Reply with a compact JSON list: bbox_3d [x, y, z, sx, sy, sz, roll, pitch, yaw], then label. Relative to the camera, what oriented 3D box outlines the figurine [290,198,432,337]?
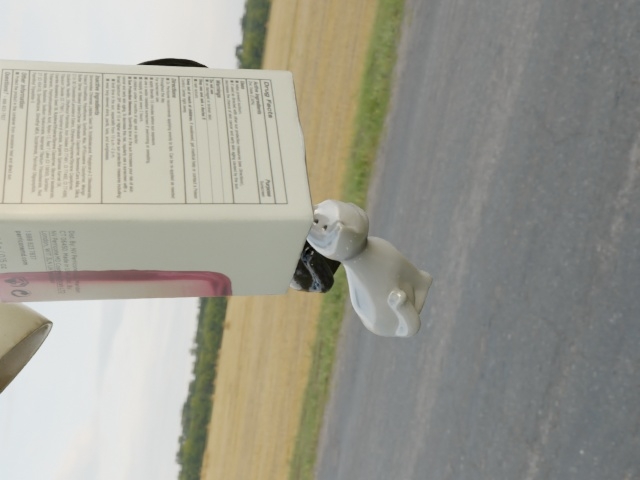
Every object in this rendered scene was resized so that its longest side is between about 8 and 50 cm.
[{"bbox_3d":[0.000,0.000,0.849,0.092,0.215,0.209,-55,-41,-10],"label":"figurine"}]

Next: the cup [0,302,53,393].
[{"bbox_3d":[-0.654,0.187,1.330,0.331,0.237,0.331,-49,3,3],"label":"cup"}]

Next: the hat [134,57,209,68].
[{"bbox_3d":[-0.362,-0.283,1.729,0.134,0.331,0.331,59,150,37],"label":"hat"}]

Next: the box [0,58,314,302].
[{"bbox_3d":[-0.135,-0.044,0.627,0.127,0.232,0.149,112,154,-56],"label":"box"}]
